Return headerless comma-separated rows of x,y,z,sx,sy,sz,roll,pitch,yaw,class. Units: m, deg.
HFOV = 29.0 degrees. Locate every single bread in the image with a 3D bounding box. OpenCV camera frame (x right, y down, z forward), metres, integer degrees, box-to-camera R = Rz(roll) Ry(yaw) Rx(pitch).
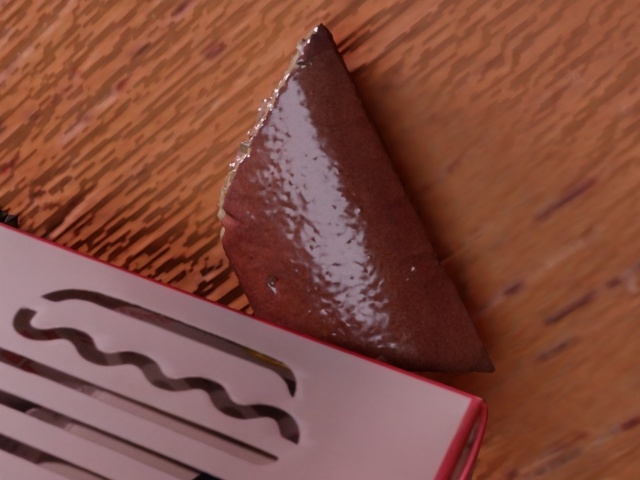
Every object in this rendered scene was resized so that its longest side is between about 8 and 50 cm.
0.000,0.000,0.632,0.119,0.067,0.192,-24,98,27,bread

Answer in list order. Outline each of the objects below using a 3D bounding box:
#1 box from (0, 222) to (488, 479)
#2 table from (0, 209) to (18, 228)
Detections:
-0.123,0.218,0.596,0.314,0.300,0.312,19,130,14,box
-0.371,0.121,0.737,0.272,0.222,0.335,19,114,15,table
